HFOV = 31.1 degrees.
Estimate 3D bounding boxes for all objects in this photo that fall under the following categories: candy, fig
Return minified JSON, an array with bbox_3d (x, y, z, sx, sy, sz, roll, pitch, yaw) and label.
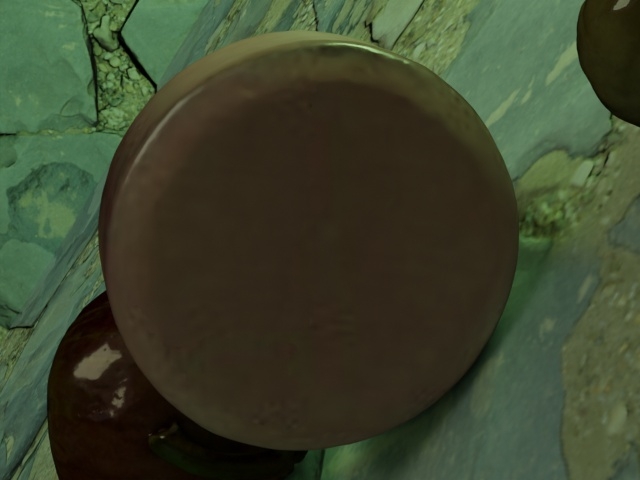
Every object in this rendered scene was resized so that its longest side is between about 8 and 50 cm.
[{"bbox_3d":[0.000,0.000,0.677,0.255,0.255,0.094,-56,20,5],"label":"candy"},{"bbox_3d":[-0.093,0.120,0.803,0.205,0.205,0.205,-47,23,27],"label":"fig"}]

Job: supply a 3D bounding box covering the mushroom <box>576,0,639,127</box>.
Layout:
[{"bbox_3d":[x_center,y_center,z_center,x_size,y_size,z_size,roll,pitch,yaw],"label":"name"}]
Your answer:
[{"bbox_3d":[0.222,-0.215,0.629,0.128,0.128,0.350,-20,45,59],"label":"mushroom"}]
